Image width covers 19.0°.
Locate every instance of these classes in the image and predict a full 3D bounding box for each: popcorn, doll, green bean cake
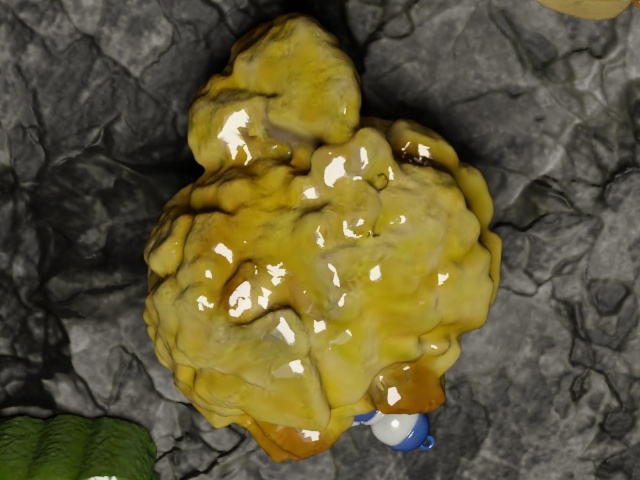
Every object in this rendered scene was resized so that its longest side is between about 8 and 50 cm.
[{"bbox_3d":[0.000,0.000,1.403,0.265,0.225,0.332,0,96,6],"label":"popcorn"},{"bbox_3d":[0.037,0.127,1.550,0.143,0.057,0.099,36,92,-15],"label":"doll"},{"bbox_3d":[-0.256,0.260,1.598,0.248,0.125,0.222,1,115,0],"label":"green bean cake"}]

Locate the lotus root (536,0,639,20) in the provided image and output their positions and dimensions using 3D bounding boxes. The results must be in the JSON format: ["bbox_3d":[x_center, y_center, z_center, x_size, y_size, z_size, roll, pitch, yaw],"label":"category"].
[{"bbox_3d":[0.181,-0.199,1.377,0.150,0.062,0.073,19,93,-8],"label":"lotus root"}]
